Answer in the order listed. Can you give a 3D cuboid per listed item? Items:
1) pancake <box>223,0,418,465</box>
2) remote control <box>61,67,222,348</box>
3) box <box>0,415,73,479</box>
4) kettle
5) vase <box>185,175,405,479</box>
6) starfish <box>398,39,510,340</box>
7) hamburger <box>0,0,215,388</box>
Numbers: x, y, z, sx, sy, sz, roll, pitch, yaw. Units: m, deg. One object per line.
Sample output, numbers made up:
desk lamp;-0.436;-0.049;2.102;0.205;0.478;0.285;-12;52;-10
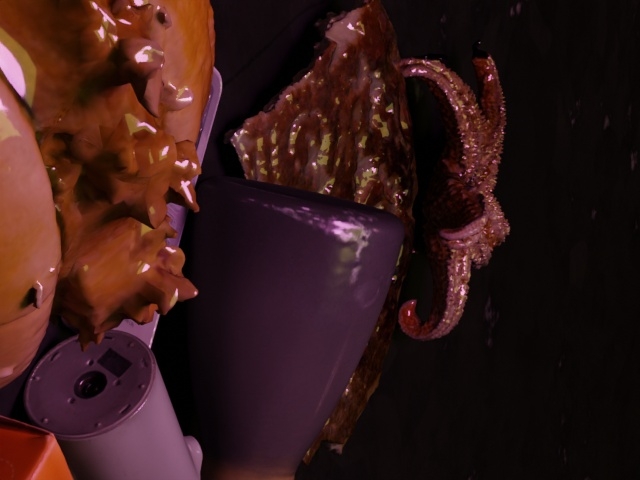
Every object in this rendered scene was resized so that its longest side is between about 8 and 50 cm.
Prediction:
pancake;0.003;-0.003;1.657;0.305;0.067;0.427;-34;126;-50
remote control;-0.135;-0.036;1.360;0.103;0.034;0.250;48;51;-58
box;-0.251;0.294;1.050;0.341;0.143;0.225;-63;148;-41
kettle;-0.152;0.158;1.291;0.148;0.098;0.127;74;27;-45
vase;-0.048;0.118;1.436;0.173;0.173;0.321;4;100;-65
starfish;0.140;-0.060;1.866;0.312;0.113;0.303;-64;151;-59
hamburger;-0.193;-0.066;0.874;0.268;0.287;0.445;-58;157;-35
